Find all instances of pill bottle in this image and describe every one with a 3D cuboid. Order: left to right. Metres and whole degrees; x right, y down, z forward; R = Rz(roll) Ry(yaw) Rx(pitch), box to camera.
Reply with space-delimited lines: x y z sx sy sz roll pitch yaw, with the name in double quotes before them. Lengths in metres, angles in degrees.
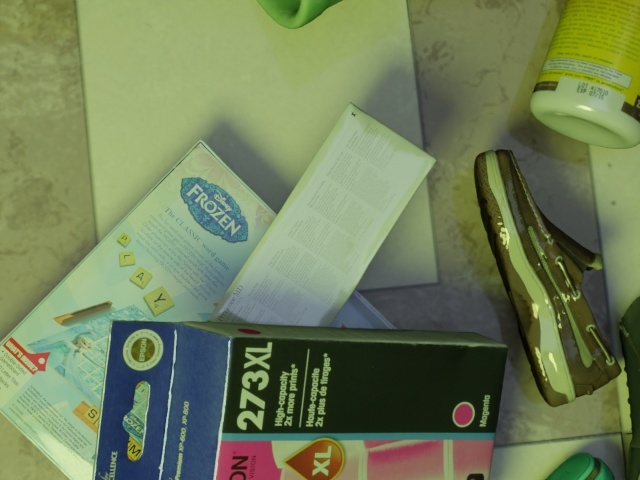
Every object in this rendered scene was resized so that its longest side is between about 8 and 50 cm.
"pill bottle" 0.292 -0.206 1.278 0.117 0.117 0.215 21 85 -1

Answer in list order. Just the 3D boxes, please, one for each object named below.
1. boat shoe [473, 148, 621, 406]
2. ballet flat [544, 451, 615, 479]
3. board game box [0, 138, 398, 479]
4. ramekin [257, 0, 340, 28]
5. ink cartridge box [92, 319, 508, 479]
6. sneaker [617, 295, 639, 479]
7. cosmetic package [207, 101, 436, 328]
"boat shoe" 0.225 0.027 1.268 0.095 0.095 0.257 -18 98 1
"ballet flat" 0.189 0.306 1.250 0.247 0.083 0.087 -36 102 -3
"board game box" -0.111 0.126 1.254 0.319 0.066 0.318 45 84 1
"ramekin" -0.010 -0.361 1.193 0.148 0.303 0.303 -22 86 -12
"ink cartridge box" -0.010 0.165 1.146 0.371 0.069 0.175 4 96 -26
"sneaker" 0.334 0.167 1.275 0.083 0.118 0.222 0 114 -14
"cosmetic package" 0.000 0.000 1.208 0.099 0.060 0.239 34 83 -4
